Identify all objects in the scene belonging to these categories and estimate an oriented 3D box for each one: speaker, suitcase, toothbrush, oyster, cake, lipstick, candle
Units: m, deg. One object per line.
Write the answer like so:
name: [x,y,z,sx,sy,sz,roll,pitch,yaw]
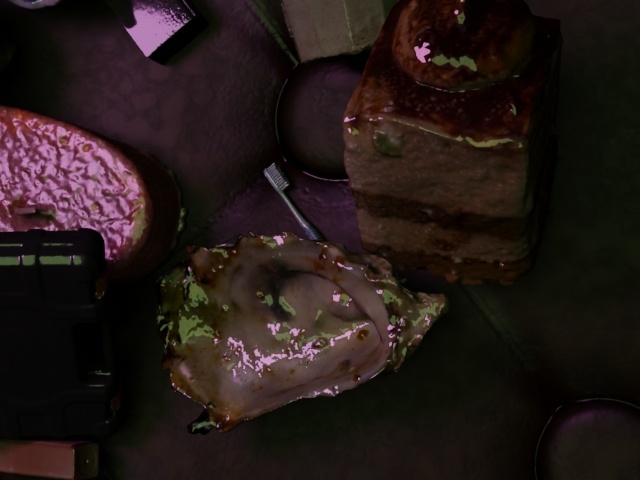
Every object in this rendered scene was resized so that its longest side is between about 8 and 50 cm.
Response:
speaker: [-0.233,-0.325,1.392,0.082,0.044,0.218,-38,80,11]
suitcase: [-0.336,0.112,1.298,0.206,0.066,0.286,-1,128,-3]
toothbrush: [0.000,0.000,1.337,0.019,0.016,0.219,-39,79,24]
oyster: [-0.030,0.076,1.296,0.361,0.096,0.221,-21,81,21]
cake: [0.141,-0.113,1.143,0.196,0.293,0.199,13,58,15]
lipstick: [-0.337,0.262,1.384,0.145,0.045,0.045,-1,90,32]
candle: [-0.343,-0.042,1.374,0.317,0.131,0.287,-26,80,12]

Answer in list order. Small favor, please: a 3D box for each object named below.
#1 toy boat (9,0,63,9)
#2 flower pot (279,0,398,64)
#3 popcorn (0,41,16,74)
toy boat: [-0.395,-0.360,1.366,0.309,0.142,0.129,33,123,26]
flower pot: [0.021,-0.301,1.257,0.212,0.212,0.203,-6,97,15]
popcorn: [-0.515,-0.222,1.347,0.276,0.276,0.225,-41,107,10]
